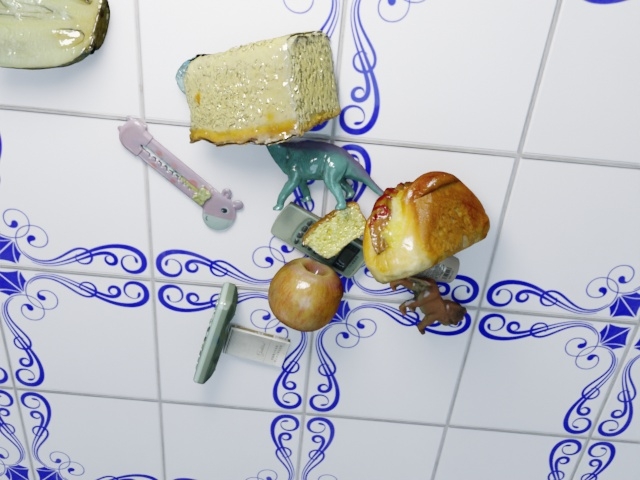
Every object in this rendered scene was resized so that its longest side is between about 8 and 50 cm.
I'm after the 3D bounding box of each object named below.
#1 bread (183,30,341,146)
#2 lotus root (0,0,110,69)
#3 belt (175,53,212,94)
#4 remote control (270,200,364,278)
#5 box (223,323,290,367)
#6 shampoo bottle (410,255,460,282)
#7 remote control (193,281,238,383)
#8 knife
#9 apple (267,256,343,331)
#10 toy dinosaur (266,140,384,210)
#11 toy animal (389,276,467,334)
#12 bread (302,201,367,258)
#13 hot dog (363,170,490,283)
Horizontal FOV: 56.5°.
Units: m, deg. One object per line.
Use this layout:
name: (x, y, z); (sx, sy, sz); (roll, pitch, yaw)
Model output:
bread: (-0.131, -0.359, 1.444); (0.315, 0.279, 0.248); (5, 113, 35)
lotus root: (-0.616, -0.528, 1.375); (0.260, 0.149, 0.267); (2, 101, -4)
belt: (-0.289, -0.405, 1.475); (0.140, 0.058, 0.105); (-8, 115, 7)
remote control: (0.000, 0.000, 1.703); (0.285, 0.038, 0.123); (31, 116, -14)
box: (-0.204, 0.337, 1.904); (0.198, 0.029, 0.109); (16, 118, -8)
shampoo bottle: (0.263, 0.051, 1.698); (0.256, 0.078, 0.127); (17, 123, -11)
remote control: (-0.319, 0.288, 1.824); (0.065, 0.128, 0.335); (18, 118, -7)
knife: (-0.386, -0.176, 1.619); (0.398, 0.038, 0.132); (42, 110, -18)
apple: (-0.044, 0.152, 1.696); (0.211, 0.211, 0.188); (22, 110, -10)
toy dinosaur: (-0.009, -0.248, 1.542); (0.383, 0.129, 0.331); (-5, 110, 3)
toy animal: (0.320, 0.178, 1.738); (0.157, 0.097, 0.312); (-24, 137, 19)
bread: (0.043, -0.028, 1.638); (0.187, 0.065, 0.103); (-40, 106, 7)
hot dog: (0.258, -0.049, 1.509); (0.185, 0.405, 0.223); (-21, 90, 43)
